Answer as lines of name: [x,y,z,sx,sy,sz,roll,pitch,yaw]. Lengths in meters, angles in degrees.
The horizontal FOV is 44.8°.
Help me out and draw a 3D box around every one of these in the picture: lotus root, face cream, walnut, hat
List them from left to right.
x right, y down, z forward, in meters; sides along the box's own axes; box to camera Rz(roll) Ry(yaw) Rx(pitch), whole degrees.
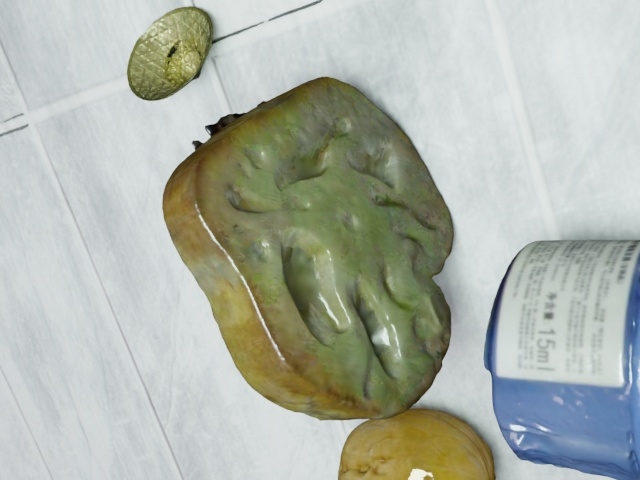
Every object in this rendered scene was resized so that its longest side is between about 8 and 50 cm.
hat: [-0.187,-0.239,1.060,0.146,0.067,0.145,-13,63,26]
lotus root: [0.000,0.000,0.859,0.111,0.375,0.390,-24,59,46]
walnut: [0.127,0.325,1.051,0.222,0.195,0.195,-12,105,42]
face cream: [0.317,0.121,0.799,0.225,0.249,0.248,3,113,36]
